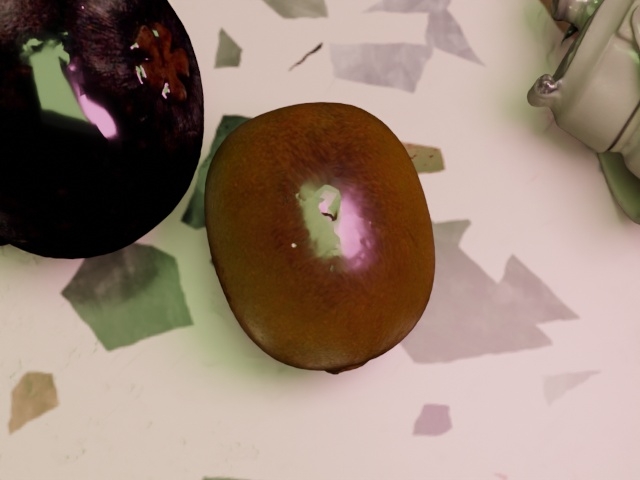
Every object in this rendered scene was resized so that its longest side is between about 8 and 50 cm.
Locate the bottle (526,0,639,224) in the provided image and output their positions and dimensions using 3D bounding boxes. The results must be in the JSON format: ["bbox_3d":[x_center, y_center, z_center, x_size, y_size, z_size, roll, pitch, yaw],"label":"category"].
[{"bbox_3d":[0.352,-0.113,1.341,0.351,0.229,0.229,27,76,1],"label":"bottle"}]

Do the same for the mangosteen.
[{"bbox_3d":[-0.249,-0.113,1.276,0.302,0.275,0.275,-15,76,27],"label":"mangosteen"}]

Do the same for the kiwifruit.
[{"bbox_3d":[0.000,0.000,1.288,0.196,0.196,0.234,-7,84,-8],"label":"kiwifruit"}]
